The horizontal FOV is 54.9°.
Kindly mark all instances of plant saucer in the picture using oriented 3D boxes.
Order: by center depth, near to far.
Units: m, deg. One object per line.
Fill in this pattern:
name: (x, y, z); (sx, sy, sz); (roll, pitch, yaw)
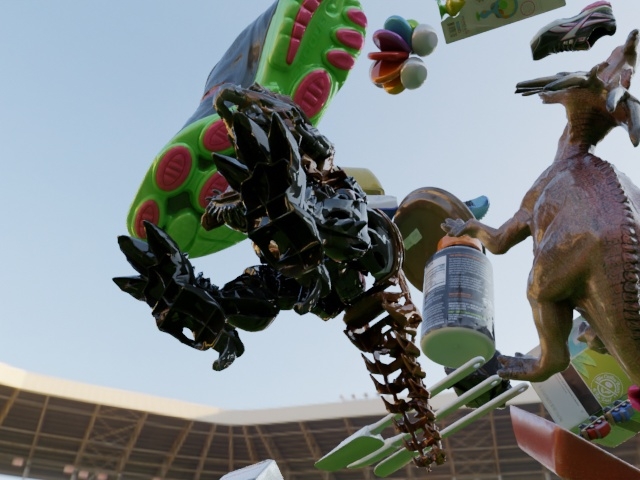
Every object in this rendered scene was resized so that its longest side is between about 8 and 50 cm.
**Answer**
plant saucer: (0.347, 0.281, 0.699); (0.259, 0.047, 0.258); (28, -6, 10)
plant saucer: (0.256, 0.015, 1.409); (0.041, 0.277, 0.278); (-18, -24, -33)
plant saucer: (0.027, -0.129, 1.725); (0.333, 0.080, 0.332); (5, -16, 11)

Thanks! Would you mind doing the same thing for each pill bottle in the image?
pill bottle: (0.255, 0.100, 1.138); (0.131, 0.245, 0.130); (7, -42, 7)

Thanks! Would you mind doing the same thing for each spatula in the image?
spatula: (0.125, 0.223, 0.743); (0.242, 0.019, 0.168); (-38, -45, 19)

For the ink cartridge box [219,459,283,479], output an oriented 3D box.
ink cartridge box: (-0.193, 0.586, 1.351); (0.159, 0.092, 0.218); (-27, -1, 25)

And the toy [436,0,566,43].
toy: (0.350, -0.497, 1.232); (0.237, 0.056, 0.136); (-15, -75, 12)

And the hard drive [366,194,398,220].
hard drive: (0.048, -0.013, 1.497); (0.210, 0.040, 0.318); (-1, -26, -8)

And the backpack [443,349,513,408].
backpack: (0.361, 0.309, 1.379); (0.152, 0.115, 0.182); (-2, -36, 24)

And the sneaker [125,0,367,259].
sneaker: (-0.103, -0.172, 0.913); (0.185, 0.482, 0.202); (40, -14, -21)

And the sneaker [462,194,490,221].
sneaker: (0.373, -0.080, 1.618); (0.162, 0.063, 0.073); (-26, -52, -9)

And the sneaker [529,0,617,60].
sneaker: (0.522, -0.420, 1.273); (0.178, 0.077, 0.072); (-27, -31, 28)

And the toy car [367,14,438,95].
toy car: (0.172, -0.440, 1.437); (0.136, 0.181, 0.159); (18, 0, -41)

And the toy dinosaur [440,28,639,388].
toy dinosaur: (0.196, -0.018, 0.446); (0.127, 0.295, 0.200); (6, -47, -11)

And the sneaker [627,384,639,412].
sneaker: (0.674, 0.339, 1.137); (0.112, 0.120, 0.299); (-4, 3, 6)

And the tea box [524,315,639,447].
tea box: (0.734, 0.321, 1.522); (0.329, 0.220, 0.323); (25, -61, -42)

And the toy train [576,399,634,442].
toy train: (0.432, 0.293, 0.963); (0.158, 0.027, 0.036); (-26, 5, -17)

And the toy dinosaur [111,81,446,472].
toy dinosaur: (0.000, 0.000, 0.453); (0.218, 0.322, 0.164); (1, -57, -56)
